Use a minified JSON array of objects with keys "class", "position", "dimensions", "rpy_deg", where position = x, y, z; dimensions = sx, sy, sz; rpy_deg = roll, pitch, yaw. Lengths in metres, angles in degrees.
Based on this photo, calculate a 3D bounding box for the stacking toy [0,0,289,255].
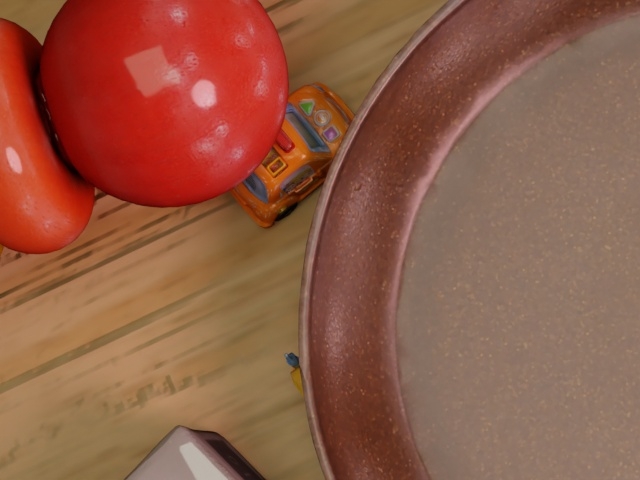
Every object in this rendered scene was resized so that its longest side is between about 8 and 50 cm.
[{"class":"stacking toy","position":[-0.170,-0.020,0.647],"dimensions":[0.330,0.141,0.141],"rpy_deg":[-19,80,10]}]

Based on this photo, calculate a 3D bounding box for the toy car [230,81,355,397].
[{"class":"toy car","position":[0.000,0.000,0.672],"dimensions":[0.060,0.040,0.122],"rpy_deg":[-22,79,7]}]

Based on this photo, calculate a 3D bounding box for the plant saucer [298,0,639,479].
[{"class":"plant saucer","position":[0.149,0.031,0.637],"dimensions":[0.310,0.050,0.311],"rpy_deg":[-1,83,11]}]

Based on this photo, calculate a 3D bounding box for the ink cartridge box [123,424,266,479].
[{"class":"ink cartridge box","position":[-0.034,0.245,0.639],"dimensions":[0.275,0.060,0.239],"rpy_deg":[44,91,12]}]
